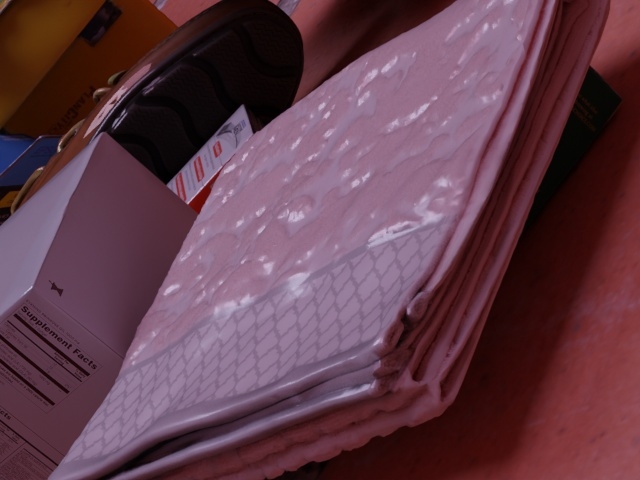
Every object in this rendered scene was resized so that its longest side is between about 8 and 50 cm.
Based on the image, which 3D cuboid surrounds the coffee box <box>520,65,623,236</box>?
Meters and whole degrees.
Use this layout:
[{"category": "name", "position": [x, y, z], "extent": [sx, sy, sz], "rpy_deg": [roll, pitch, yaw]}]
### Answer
[{"category": "coffee box", "position": [0.078, -0.020, 0.978], "extent": [0.184, 0.040, 0.113], "rpy_deg": [-53, 18, -11]}]

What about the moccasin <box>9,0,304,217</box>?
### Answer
[{"category": "moccasin", "position": [-0.157, -0.053, 1.466], "extent": [0.380, 0.139, 0.147], "rpy_deg": [-52, 25, 18]}]

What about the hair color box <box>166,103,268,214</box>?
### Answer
[{"category": "hair color box", "position": [-0.094, -0.018, 1.353], "extent": [0.167, 0.053, 0.093], "rpy_deg": [-47, 18, 9]}]

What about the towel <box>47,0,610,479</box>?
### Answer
[{"category": "towel", "position": [0.000, 0.000, 0.970], "extent": [0.332, 0.053, 0.317], "rpy_deg": [-28, 28, 47]}]

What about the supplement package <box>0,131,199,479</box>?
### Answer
[{"category": "supplement package", "position": [-0.176, 0.077, 1.192], "extent": [0.203, 0.149, 0.194], "rpy_deg": [-39, 20, 28]}]

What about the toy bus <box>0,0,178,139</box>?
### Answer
[{"category": "toy bus", "position": [-0.291, -0.130, 1.950], "extent": [0.333, 0.108, 0.130], "rpy_deg": [-49, 16, 0]}]

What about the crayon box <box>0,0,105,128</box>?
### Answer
[{"category": "crayon box", "position": [-0.336, -0.207, 1.897], "extent": [0.203, 0.083, 0.323], "rpy_deg": [-53, 16, -14]}]

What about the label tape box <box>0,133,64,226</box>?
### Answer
[{"category": "label tape box", "position": [-0.355, -0.030, 1.740], "extent": [0.333, 0.106, 0.240], "rpy_deg": [-43, -10, 17]}]
